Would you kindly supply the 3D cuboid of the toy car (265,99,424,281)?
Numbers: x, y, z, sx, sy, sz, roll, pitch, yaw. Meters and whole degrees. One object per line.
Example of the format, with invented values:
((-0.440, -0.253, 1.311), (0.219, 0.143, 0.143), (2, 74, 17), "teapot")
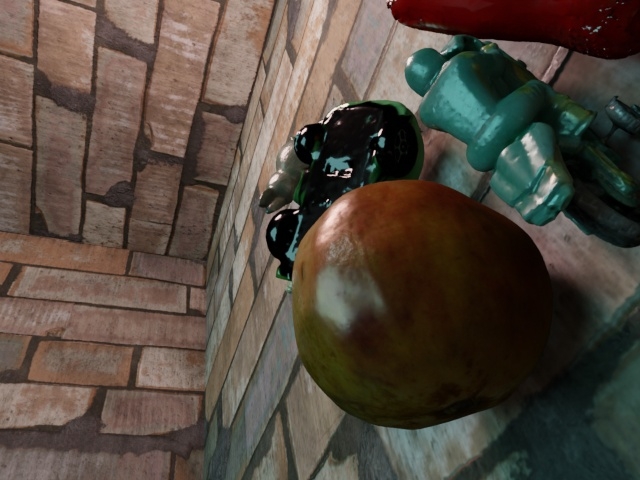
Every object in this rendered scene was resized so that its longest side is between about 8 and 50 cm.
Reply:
((0.050, -0.035, 0.768), (0.213, 0.176, 0.358), (10, 82, 45), "toy car")

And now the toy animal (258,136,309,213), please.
((-0.082, -0.146, 1.165), (0.236, 0.138, 0.108), (-47, -1, -25), "toy animal")

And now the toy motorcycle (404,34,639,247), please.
((0.174, -0.114, 0.437), (0.109, 0.198, 0.296), (-58, 30, 36), "toy motorcycle")

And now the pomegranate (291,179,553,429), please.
((0.095, 0.049, 0.504), (0.229, 0.252, 0.270), (92, 171, -50), "pomegranate")

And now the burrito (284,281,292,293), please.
((-0.008, 0.015, 0.879), (0.188, 0.058, 0.045), (-67, 12, -11), "burrito")

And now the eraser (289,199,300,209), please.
((0.000, 0.000, 1.015), (0.174, 0.095, 0.270), (-54, 33, 39), "eraser")

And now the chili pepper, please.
((0.203, -0.235, 0.455), (0.388, 0.110, 0.110), (32, 112, 44), "chili pepper")
